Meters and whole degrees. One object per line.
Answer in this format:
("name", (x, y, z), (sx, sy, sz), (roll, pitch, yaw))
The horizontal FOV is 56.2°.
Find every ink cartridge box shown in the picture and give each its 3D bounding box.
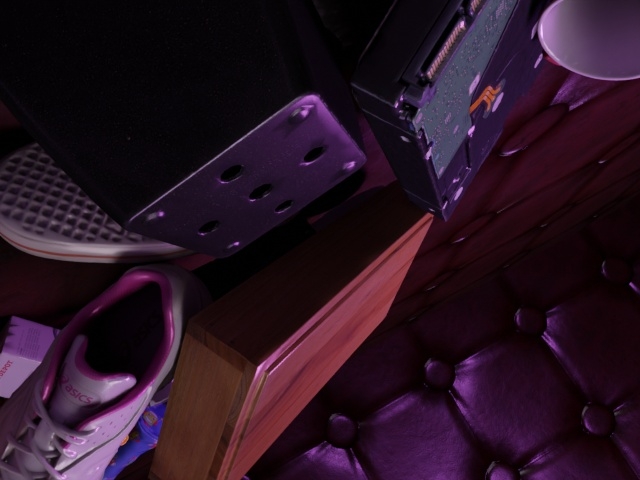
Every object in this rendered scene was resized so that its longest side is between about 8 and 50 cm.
("ink cartridge box", (-0.336, 0.156, 0.738), (0.135, 0.056, 0.099), (27, 128, -32))

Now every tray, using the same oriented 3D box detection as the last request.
("tray", (-0.002, 0.087, 0.657), (0.411, 0.076, 0.203), (-34, 150, -53))

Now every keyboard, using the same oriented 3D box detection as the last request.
("keyboard", (-0.128, 0.036, 0.741), (0.317, 0.033, 0.201), (-23, -166, 40))

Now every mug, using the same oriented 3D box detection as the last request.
("mug", (0.263, -0.246, 0.541), (0.113, 0.169, 0.150), (34, 164, -34))

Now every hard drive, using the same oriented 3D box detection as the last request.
("hard drive", (0.143, -0.164, 0.570), (0.237, 0.064, 0.339), (-59, 161, 0))

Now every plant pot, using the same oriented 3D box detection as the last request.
("plant pot", (-0.074, -0.097, 0.385), (0.188, 0.167, 0.187), (-34, 162, 9))

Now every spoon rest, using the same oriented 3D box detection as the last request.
("spoon rest", (0.000, 0.000, 0.819), (0.137, 0.084, 0.276), (-20, -158, 46))

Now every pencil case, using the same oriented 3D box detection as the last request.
("pencil case", (-0.451, 0.467, 1.390), (0.306, 0.119, 0.133), (-39, 169, 24))

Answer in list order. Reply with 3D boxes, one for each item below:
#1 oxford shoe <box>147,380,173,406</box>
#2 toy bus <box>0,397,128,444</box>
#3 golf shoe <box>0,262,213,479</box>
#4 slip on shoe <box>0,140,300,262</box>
("oxford shoe", (-0.373, 0.279, 1.100), (0.212, 0.076, 0.076), (-2, -172, -37))
("toy bus", (-0.402, 0.279, 0.926), (0.211, 0.149, 0.220), (-47, 145, -12))
("golf shoe", (-0.202, 0.137, 0.467), (0.306, 0.115, 0.140), (-57, 179, -15))
("slip on shoe", (-0.142, -0.029, 0.554), (0.101, 0.123, 0.331), (-37, 166, 31))
